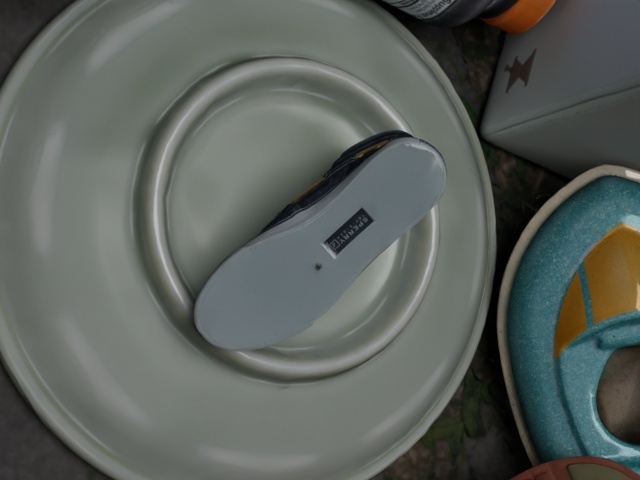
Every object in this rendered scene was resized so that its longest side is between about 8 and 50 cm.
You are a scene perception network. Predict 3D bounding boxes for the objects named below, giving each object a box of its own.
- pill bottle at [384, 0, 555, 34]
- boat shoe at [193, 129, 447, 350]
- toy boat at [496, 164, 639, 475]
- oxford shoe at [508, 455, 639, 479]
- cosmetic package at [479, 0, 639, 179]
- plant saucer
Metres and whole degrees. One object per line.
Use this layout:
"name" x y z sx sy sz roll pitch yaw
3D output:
"pill bottle" 0.062 -0.237 0.987 0.246 0.130 0.130 23 75 -22
"boat shoe" 0.000 0.000 0.864 0.183 0.083 0.065 -37 101 4
"toy boat" 0.290 0.063 0.999 0.318 0.148 0.267 -12 92 4
"oxford shoe" 0.061 0.294 0.929 0.397 0.140 0.146 -21 133 -10
"cosmetic package" 0.394 -0.177 1.029 0.394 0.327 0.329 21 76 -21
"plant saucer" -0.031 -0.012 0.937 0.401 0.100 0.400 3 83 -26
